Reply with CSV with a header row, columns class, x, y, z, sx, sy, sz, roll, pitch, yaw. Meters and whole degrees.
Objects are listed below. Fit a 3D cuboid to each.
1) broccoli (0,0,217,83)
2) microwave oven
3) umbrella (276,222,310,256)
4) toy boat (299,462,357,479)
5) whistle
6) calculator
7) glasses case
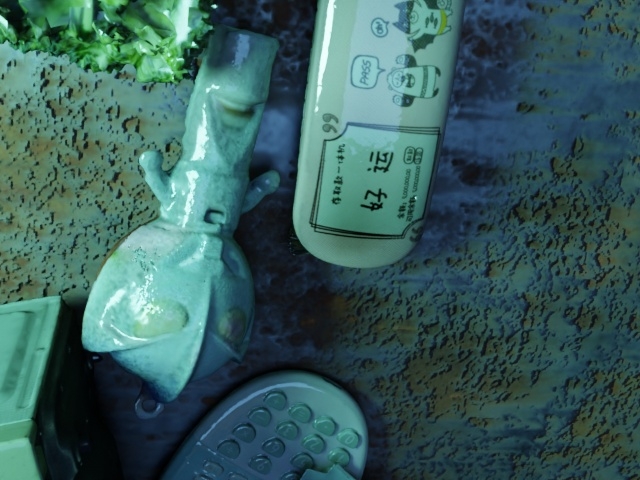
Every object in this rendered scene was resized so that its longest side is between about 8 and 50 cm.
class,x,y,z,sx,sy,sz,roll,pitch,yaw
broccoli,-0.171,-0.222,0.679,0.198,0.176,0.226,-26,76,1
microwave oven,-0.266,0.261,0.792,0.218,0.286,0.355,-10,110,-4
umbrella,0.000,-0.001,0.871,0.083,0.020,0.031,-4,72,-6
toy boat,0.077,0.323,0.959,0.220,0.067,0.291,-42,117,8
whistle,-0.108,-0.008,0.806,0.142,0.134,0.346,14,99,-9
calculator,-0.070,0.257,0.947,0.184,0.042,0.295,31,101,-17
glasses case,0.049,-0.126,0.797,0.122,0.075,0.314,6,110,-6
